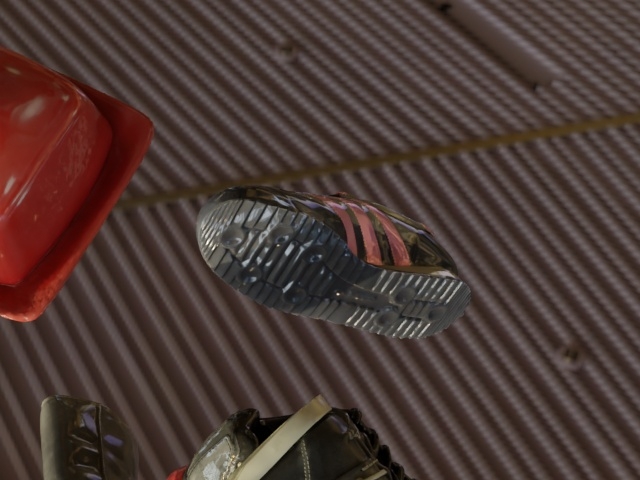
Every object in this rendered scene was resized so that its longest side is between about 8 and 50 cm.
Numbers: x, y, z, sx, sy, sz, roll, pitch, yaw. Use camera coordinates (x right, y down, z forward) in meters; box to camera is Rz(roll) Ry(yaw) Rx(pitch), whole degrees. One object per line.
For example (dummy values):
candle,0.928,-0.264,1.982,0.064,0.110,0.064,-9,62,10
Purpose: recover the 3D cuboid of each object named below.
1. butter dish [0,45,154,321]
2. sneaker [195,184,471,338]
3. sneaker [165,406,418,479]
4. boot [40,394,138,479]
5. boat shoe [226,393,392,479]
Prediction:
butter dish,-0.205,-0.059,0.858,0.160,0.118,0.160,24,-111,15
sneaker,0.000,0.000,1.386,0.319,0.112,0.131,23,-150,-40
sneaker,0.028,0.193,1.046,0.276,0.135,0.097,18,-150,-15
boot,-0.207,0.189,1.147,0.076,0.189,0.208,-31,-146,16
boat shoe,-0.057,0.196,0.846,0.233,0.084,0.079,-44,-90,-12
